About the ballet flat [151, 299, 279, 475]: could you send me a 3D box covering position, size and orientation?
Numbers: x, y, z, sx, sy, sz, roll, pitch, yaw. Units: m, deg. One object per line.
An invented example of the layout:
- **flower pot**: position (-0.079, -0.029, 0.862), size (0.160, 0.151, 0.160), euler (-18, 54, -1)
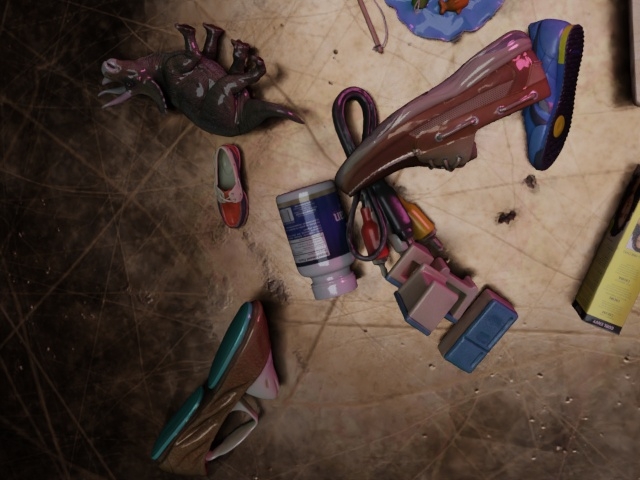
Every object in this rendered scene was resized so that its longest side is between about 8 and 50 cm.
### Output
- **ballet flat**: position (-0.145, 0.252, 1.188), size (0.124, 0.116, 0.342), euler (29, 104, -15)

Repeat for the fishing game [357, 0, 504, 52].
- **fishing game**: position (0.175, -0.380, 1.052), size (0.264, 0.041, 0.189), euler (-21, 92, 14)

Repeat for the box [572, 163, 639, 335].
- **box**: position (0.434, 0.011, 1.038), size (0.058, 0.087, 0.232), euler (21, 101, 5)

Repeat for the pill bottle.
- **pill bottle**: position (0.000, 0.000, 1.117), size (0.094, 0.094, 0.169), euler (-16, 96, 13)

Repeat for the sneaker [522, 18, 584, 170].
- **sneaker**: position (0.313, -0.206, 1.045), size (0.082, 0.069, 0.209), euler (18, 111, 37)

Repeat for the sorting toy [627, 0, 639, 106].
- **sorting toy**: position (0.534, -0.316, 0.964), size (0.257, 0.089, 0.255), euler (-4, 98, 12)

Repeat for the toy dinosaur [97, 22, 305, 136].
- **toy dinosaur**: position (-0.165, -0.230, 1.121), size (0.314, 0.121, 0.160), euler (25, 115, 2)

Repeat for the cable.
- **cable**: position (0.067, -0.081, 1.105), size (0.140, 0.072, 0.287), euler (-26, 85, -10)

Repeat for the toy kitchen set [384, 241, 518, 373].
- **toy kitchen set**: position (0.181, 0.121, 1.032), size (0.207, 0.166, 0.122), euler (32, 105, -17)

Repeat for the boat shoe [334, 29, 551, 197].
- **boat shoe**: position (0.166, -0.148, 1.002), size (0.324, 0.123, 0.116), euler (-35, 92, 13)

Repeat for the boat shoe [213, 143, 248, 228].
- **boat shoe**: position (-0.144, -0.084, 1.160), size (0.049, 0.043, 0.137), euler (-2, 100, 10)
